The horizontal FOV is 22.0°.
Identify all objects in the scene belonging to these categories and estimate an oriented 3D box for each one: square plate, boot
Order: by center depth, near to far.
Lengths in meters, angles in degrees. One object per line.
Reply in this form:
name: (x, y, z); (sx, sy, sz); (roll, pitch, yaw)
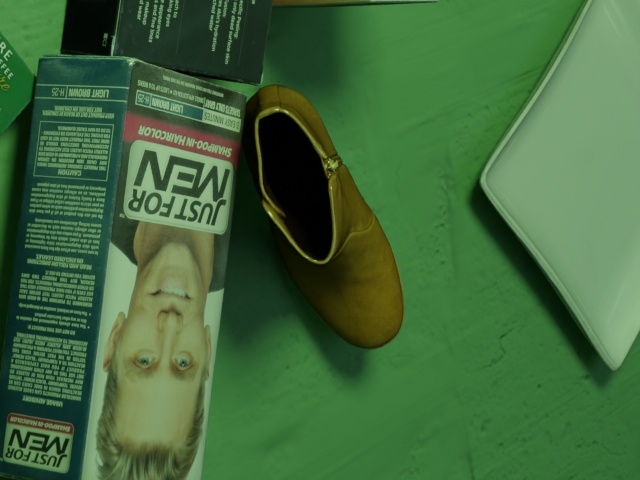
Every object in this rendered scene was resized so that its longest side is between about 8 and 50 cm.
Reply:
boot: (0.001, -0.001, 1.498); (0.104, 0.211, 0.295); (-23, 105, 5)
square plate: (0.329, -0.085, 1.922); (0.344, 0.049, 0.347); (50, 60, -33)

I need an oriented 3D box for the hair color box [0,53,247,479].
hair color box: (-0.166, 0.030, 1.388); (0.174, 0.105, 0.347); (10, 87, -58)

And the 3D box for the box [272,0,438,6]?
box: (0.015, -0.276, 1.488); (0.091, 0.170, 0.130); (-9, 99, -44)

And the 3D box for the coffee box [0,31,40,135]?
coffee box: (-0.313, -0.100, 1.305); (0.184, 0.040, 0.113); (-56, 129, -25)

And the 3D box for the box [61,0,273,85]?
box: (-0.125, -0.224, 1.424); (0.158, 0.093, 0.156); (7, 94, -38)
